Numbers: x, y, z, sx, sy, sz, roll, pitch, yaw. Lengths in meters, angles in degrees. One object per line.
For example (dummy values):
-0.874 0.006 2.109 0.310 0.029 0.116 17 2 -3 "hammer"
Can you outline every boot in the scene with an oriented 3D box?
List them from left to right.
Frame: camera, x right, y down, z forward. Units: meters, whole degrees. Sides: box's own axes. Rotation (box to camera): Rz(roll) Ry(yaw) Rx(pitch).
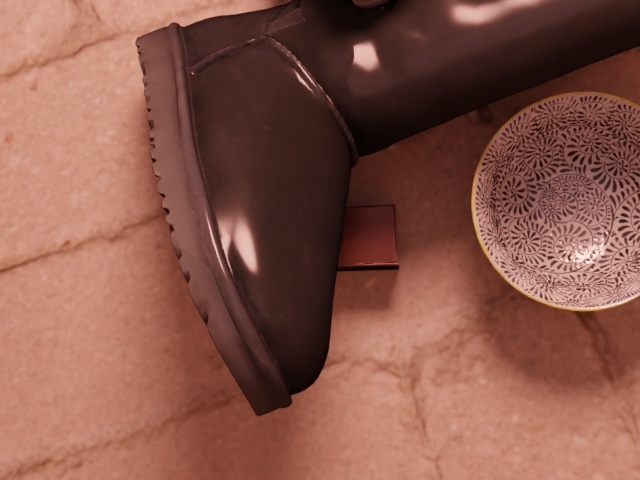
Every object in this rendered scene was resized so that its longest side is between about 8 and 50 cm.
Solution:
0.104 -0.109 0.746 0.445 0.146 0.367 -20 53 2 "boot"

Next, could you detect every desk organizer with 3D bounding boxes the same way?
0.000 0.000 0.857 0.130 0.047 0.050 -2 84 5 "desk organizer"

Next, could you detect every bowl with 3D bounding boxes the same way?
0.203 -0.028 0.825 0.170 0.080 0.170 0 86 5 "bowl"
